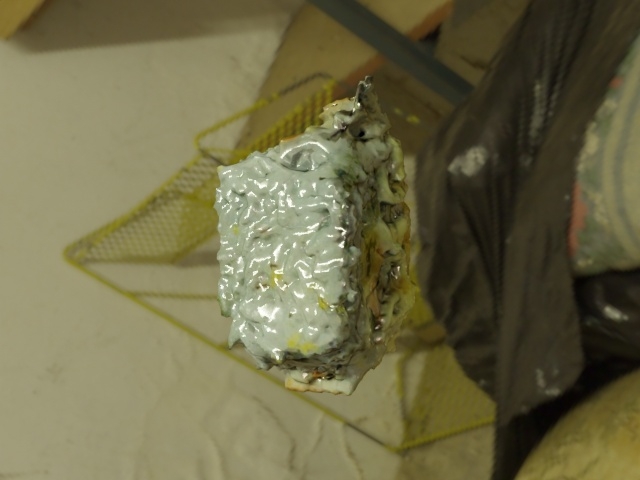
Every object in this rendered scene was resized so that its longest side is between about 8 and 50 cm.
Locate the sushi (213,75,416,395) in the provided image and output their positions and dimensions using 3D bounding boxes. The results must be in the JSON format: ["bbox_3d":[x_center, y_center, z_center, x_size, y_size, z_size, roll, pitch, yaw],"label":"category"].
[{"bbox_3d":[0.000,0.000,1.043,0.184,0.139,0.274,-7,-85,-67],"label":"sushi"}]
